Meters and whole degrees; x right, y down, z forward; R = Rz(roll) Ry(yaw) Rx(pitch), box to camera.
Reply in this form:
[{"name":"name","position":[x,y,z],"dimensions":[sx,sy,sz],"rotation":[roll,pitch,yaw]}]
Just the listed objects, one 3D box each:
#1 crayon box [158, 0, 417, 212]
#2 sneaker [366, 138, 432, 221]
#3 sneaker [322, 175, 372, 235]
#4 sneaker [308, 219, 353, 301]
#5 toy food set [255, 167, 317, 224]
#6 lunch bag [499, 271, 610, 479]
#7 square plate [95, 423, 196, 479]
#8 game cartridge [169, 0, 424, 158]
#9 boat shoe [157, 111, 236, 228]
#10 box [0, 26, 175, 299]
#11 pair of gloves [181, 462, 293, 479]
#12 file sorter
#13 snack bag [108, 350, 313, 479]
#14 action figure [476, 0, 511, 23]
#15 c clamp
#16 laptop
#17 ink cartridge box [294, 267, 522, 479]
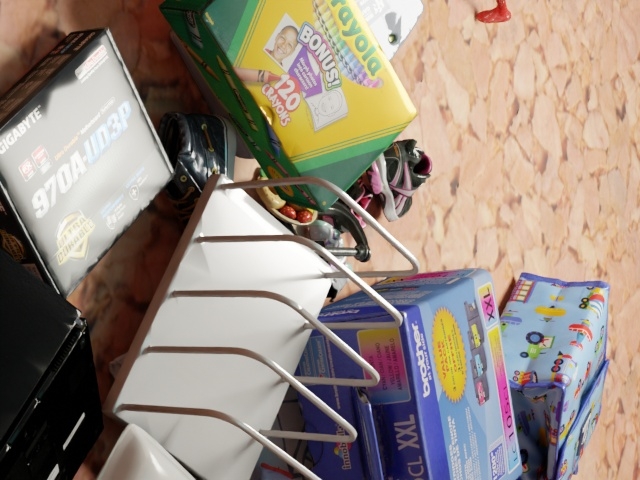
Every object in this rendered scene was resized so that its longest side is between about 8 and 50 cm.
[{"name":"crayon box","position":[-0.029,-0.188,1.815],"dimensions":[0.165,0.081,0.278],"rotation":[-46,125,-20]},{"name":"sneaker","position":[0.101,-0.075,2.079],"dimensions":[0.178,0.077,0.072],"rotation":[51,21,-75]},{"name":"sneaker","position":[0.040,-0.061,2.054],"dimensions":[0.047,0.057,0.119],"rotation":[30,61,-50]},{"name":"sneaker","position":[0.004,0.030,2.006],"dimensions":[0.098,0.038,0.069],"rotation":[61,40,-33]},{"name":"toy food set","position":[-0.037,-0.052,1.935],"dimensions":[0.083,0.020,0.082],"rotation":[35,34,-9]},{"name":"lunch bag","position":[0.328,0.230,2.434],"dimensions":[0.221,0.138,0.293],"rotation":[-59,146,-42]},{"name":"square plate","position":[-0.155,0.408,1.665],"dimensions":[0.347,0.049,0.344],"rotation":[48,60,-42]},{"name":"game cartridge","position":[-0.017,-0.232,1.900],"dimensions":[0.294,0.060,0.196],"rotation":[-42,119,-23]},{"name":"boat shoe","position":[-0.134,-0.044,1.790],"dimensions":[0.083,0.065,0.183],"rotation":[5,81,-48]},{"name":"box","position":[-0.241,-0.073,1.630],"dimensions":[0.220,0.051,0.175],"rotation":[-53,129,-44]},{"name":"pair of gloves","position":[-0.098,0.288,1.782],"dimensions":[0.198,0.023,0.159],"rotation":[34,62,-43]},{"name":"file sorter","position":[-0.044,0.096,1.702],"dimensions":[0.193,0.173,0.278],"rotation":[41,60,-36]},{"name":"snack bag","position":[-0.083,0.209,1.862],"dimensions":[0.342,0.037,0.323],"rotation":[-36,116,-50]},{"name":"action figure","position":[0.181,-0.396,2.286],"dimensions":[0.280,0.139,0.091],"rotation":[69,27,-63]},{"name":"c clamp","position":[0.000,0.000,1.949],"dimensions":[0.160,0.022,0.137],"rotation":[-5,49,-47]},{"name":"laptop","position":[-0.313,0.155,1.535],"dimensions":[0.264,0.136,0.234],"rotation":[89,23,-48]},{"name":"ink cartridge box","position":[0.094,0.195,1.959],"dimensions":[0.395,0.151,0.270],"rotation":[-19,100,-66]}]
